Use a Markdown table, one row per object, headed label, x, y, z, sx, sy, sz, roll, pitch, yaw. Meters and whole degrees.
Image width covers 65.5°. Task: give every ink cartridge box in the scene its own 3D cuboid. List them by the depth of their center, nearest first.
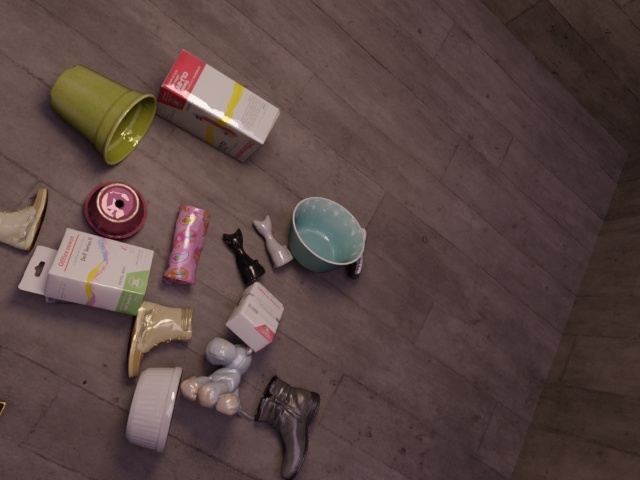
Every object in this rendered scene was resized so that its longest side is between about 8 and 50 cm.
| label | x | y | z | sx | sy | sz | roll | pitch | yaw |
| --- | --- | --- | --- | --- | --- | --- | --- | --- | --- |
| ink cartridge box | -0.739 | 0.092 | 1.594 | 0.353 | 0.119 | 0.207 | 17 | 39 | -22 |
| ink cartridge box | -0.377 | -0.465 | 1.790 | 0.384 | 0.279 | 0.161 | 28 | 74 | -19 |
| ink cartridge box | -0.233 | 0.272 | 1.806 | 0.158 | 0.092 | 0.218 | 46 | 25 | -13 |

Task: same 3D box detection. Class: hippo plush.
| label | x | y | z | sx | sy | sz | roll | pitch | yaw |
| --- | --- | --- | --- | --- | --- | --- | --- | --- | --- |
| hippo plush | -0.315 | 0.468 | 1.723 | 0.294 | 0.234 | 0.237 | 30 | 70 | -23 |

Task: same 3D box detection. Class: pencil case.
| label | x | y | z | sx | sy | sz | roll | pitch | yaw |
| --- | --- | --- | --- | --- | --- | --- | --- | --- | --- |
| pencil case | -0.479 | 0.019 | 1.777 | 0.124 | 0.124 | 0.284 | 15 | 78 | -22 |

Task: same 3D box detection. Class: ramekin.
| label | x | y | z | sx | sy | sz | roll | pitch | yaw |
| --- | --- | --- | --- | --- | --- | --- | --- | --- | --- |
| ramekin | -0.538 | 0.539 | 1.611 | 0.127 | 0.273 | 0.273 | 12 | 79 | -11 |

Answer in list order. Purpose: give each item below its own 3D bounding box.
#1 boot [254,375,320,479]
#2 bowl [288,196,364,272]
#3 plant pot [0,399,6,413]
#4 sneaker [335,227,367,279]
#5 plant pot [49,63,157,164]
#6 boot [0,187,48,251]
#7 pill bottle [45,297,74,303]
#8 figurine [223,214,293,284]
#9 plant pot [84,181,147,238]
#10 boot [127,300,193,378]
| label | x | y | z | sx | sy | sz | roll | pitch | yaw |
| --- | --- | --- | --- | --- | --- | --- | --- | --- | --- |
| boot | -0.151 | 0.698 | 1.858 | 0.222 | 0.118 | 0.338 | 24 | 63 | -17 |
| bowl | 0.000 | 0.000 | 1.940 | 0.311 | 0.163 | 0.312 | 17 | 49 | -21 |
| plant pot | -0.999 | 0.509 | 1.492 | 0.081 | 0.083 | 0.082 | 25 | 75 | -20 |
| sneaker | 0.111 | 0.043 | 2.071 | 0.132 | 0.086 | 0.229 | 17 | 67 | -17 |
| plant pot | -0.733 | -0.437 | 1.653 | 0.253 | 0.276 | 0.276 | 34 | 71 | -6 |
| boot | -0.974 | -0.086 | 1.582 | 0.165 | 0.077 | 0.213 | 17 | 80 | -20 |
| pill bottle | -0.815 | 0.168 | 1.622 | 0.137 | 0.078 | 0.078 | 6 | 81 | -24 |
| figurine | -0.240 | 0.028 | 1.905 | 0.214 | 0.092 | 0.210 | -28 | 92 | -26 |
| plant pot | -0.681 | -0.110 | 1.662 | 0.201 | 0.180 | 0.202 | 4 | 81 | -24 |
| boot | -0.552 | 0.349 | 1.716 | 0.203 | 0.095 | 0.262 | 13 | 75 | -24 |
